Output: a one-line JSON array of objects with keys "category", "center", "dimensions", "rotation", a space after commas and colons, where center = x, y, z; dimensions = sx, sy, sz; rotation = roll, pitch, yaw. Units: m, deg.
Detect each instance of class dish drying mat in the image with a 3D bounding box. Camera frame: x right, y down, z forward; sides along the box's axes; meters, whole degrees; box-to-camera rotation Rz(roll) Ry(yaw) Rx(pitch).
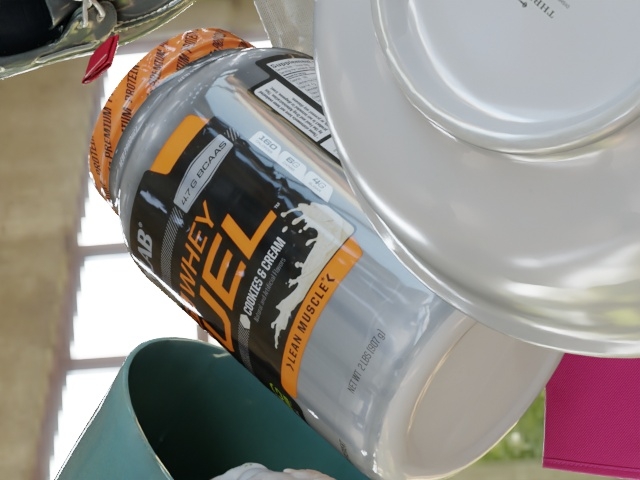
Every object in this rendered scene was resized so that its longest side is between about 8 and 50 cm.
[{"category": "dish drying mat", "center": [-0.187, -0.154, 1.399], "dimensions": [0.008, 0.032, 0.083], "rotation": [48, -166, -19]}]

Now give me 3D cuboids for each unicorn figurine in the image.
[{"category": "unicorn figurine", "center": [-0.046, 0.194, 1.232], "dimensions": [0.162, 0.111, 0.060], "rotation": [-153, 54, -62]}]

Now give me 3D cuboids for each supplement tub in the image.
[{"category": "supplement tub", "center": [0.000, 0.000, 1.087], "dimensions": [0.316, 0.193, 0.193], "rotation": [39, 160, 31]}]

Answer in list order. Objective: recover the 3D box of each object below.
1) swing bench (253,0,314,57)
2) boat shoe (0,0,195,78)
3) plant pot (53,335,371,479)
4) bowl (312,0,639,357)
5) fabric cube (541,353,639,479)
[{"category": "swing bench", "center": [0.015, -0.268, 1.615], "dimensions": [0.255, 0.165, 0.253], "rotation": [-73, -38, -79]}, {"category": "boat shoe", "center": [-0.230, -0.204, 1.469], "dimensions": [0.099, 0.319, 0.116], "rotation": [-129, 22, -63]}, {"category": "plant pot", "center": [-0.092, 0.255, 1.234], "dimensions": [0.235, 0.293, 0.293], "rotation": [-51, 5, 17]}, {"category": "bowl", "center": [0.111, -0.098, 0.698], "dimensions": [0.134, 0.298, 0.298], "rotation": [10, -105, -64]}, {"category": "fabric cube", "center": [0.340, 0.047, 1.232], "dimensions": [0.254, 0.259, 0.258], "rotation": [3, -92, -39]}]
